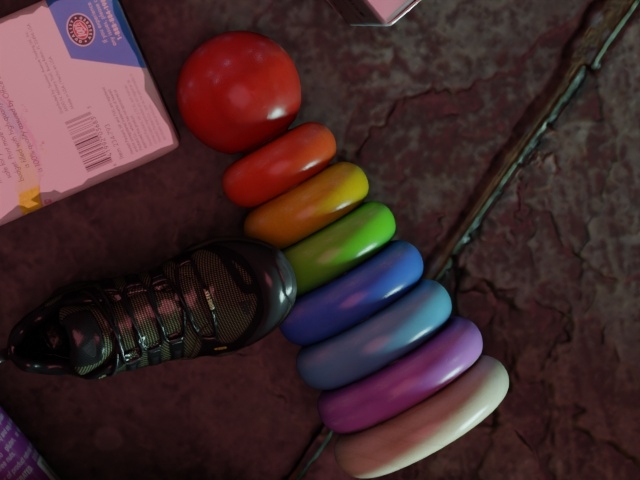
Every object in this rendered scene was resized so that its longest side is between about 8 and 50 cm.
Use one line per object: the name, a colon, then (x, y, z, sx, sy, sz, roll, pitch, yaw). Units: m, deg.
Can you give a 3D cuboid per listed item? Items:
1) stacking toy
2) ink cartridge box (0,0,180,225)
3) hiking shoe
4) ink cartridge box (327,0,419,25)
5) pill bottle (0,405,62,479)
stacking toy: (0.000, 0.000, 1.276, 0.141, 0.141, 0.330, -30, 93, 0)
ink cartridge box: (-0.230, -0.084, 1.258, 0.231, 0.078, 0.134, -23, 99, -1)
hiking shoe: (-0.123, 0.061, 1.232, 0.227, 0.114, 0.086, -17, 99, 29)
ink cartridge box: (0.018, -0.216, 1.209, 0.072, 0.175, 0.127, -42, 100, 0)
pill bottle: (-0.313, 0.144, 1.242, 0.169, 0.169, 0.301, -38, 100, 2)
